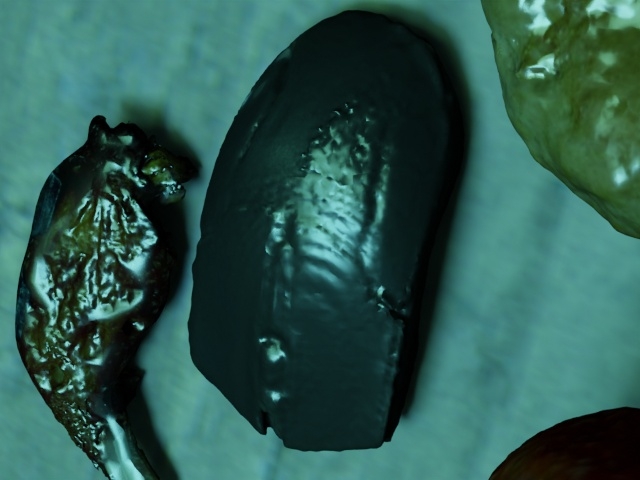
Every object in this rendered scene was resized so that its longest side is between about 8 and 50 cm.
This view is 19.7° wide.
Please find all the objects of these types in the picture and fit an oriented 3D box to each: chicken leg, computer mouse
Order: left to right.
[{"bbox_3d":[-0.111,0.058,0.981,0.106,0.051,0.253,5,107,28],"label":"chicken leg"},{"bbox_3d":[0.000,0.000,0.874,0.122,0.073,0.217,24,115,28],"label":"computer mouse"}]

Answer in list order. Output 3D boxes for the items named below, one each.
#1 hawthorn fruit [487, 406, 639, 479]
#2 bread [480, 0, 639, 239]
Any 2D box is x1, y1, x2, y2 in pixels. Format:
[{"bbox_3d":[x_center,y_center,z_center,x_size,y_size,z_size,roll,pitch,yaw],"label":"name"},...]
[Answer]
[{"bbox_3d":[0.126,0.209,0.721,0.210,0.230,0.266,27,98,15],"label":"hawthorn fruit"},{"bbox_3d":[0.174,-0.101,0.701,0.230,0.123,0.230,9,104,38],"label":"bread"}]
